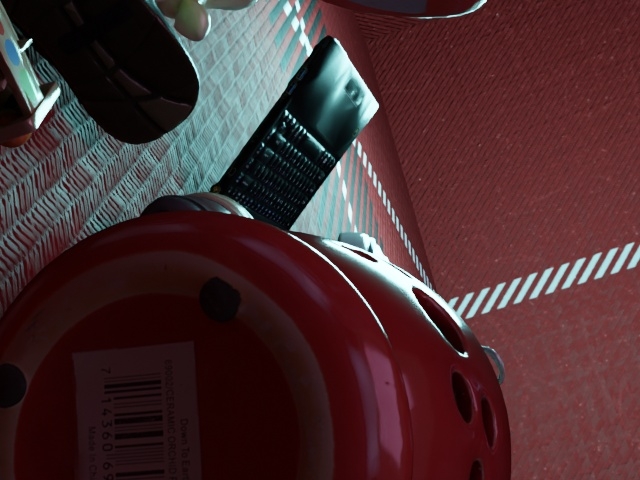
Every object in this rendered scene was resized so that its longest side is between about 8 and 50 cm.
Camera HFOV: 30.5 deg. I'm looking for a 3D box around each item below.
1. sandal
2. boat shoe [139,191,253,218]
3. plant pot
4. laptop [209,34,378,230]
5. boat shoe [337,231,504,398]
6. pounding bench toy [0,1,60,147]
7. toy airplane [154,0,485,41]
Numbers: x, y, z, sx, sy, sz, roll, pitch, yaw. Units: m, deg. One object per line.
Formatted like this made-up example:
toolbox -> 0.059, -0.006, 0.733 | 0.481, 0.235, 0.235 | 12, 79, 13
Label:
sandal -> -0.131, -0.146, 0.646 | 0.060, 0.090, 0.219 | 57, -2, 43
boat shoe -> -0.040, 0.104, 0.668 | 0.285, 0.103, 0.092 | 69, 13, 7
plant pot -> -0.028, 0.084, 0.467 | 0.174, 0.191, 0.191 | 35, 38, -71
laptop -> 0.000, 0.000, 0.973 | 0.137, 0.264, 0.234 | 36, 1, 12
boat shoe -> 0.091, 0.128, 1.103 | 0.367, 0.157, 0.135 | -95, -173, -51
pounding bench toy -> -0.146, -0.061, 0.472 | 0.083, 0.052, 0.065 | -89, 159, -65
toy airplane -> -0.098, -0.292, 0.721 | 0.384, 0.272, 0.386 | 21, -28, 50
